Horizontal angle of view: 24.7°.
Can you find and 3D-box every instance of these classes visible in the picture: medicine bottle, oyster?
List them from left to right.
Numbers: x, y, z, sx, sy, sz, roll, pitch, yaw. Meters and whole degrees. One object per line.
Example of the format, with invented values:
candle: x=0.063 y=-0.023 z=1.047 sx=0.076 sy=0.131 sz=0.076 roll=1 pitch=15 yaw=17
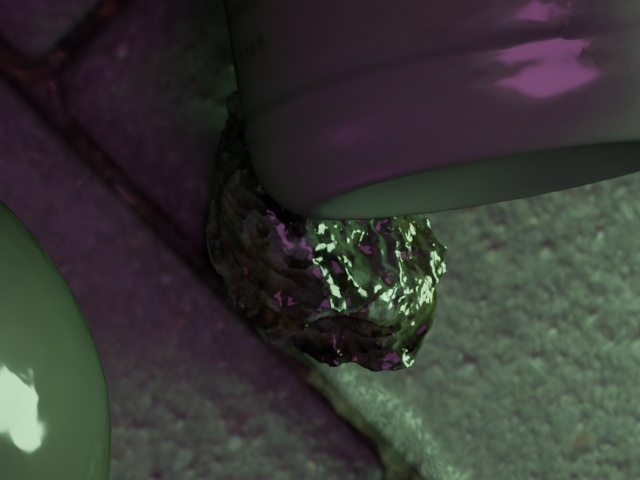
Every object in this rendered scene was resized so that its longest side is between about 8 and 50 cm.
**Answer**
oyster: x=0.000 y=0.000 z=0.836 sx=0.177 sy=0.064 sz=0.125 roll=31 pitch=75 yaw=-22
medicine bottle: x=0.064 y=-0.176 z=0.733 sx=0.241 sy=0.241 sz=0.302 roll=-7 pitch=84 yaw=-24

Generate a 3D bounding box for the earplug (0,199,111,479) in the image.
earplug: x=-0.287 y=0.073 z=0.580 sx=0.394 sy=0.312 sz=0.313 roll=25 pitch=85 yaw=-28
